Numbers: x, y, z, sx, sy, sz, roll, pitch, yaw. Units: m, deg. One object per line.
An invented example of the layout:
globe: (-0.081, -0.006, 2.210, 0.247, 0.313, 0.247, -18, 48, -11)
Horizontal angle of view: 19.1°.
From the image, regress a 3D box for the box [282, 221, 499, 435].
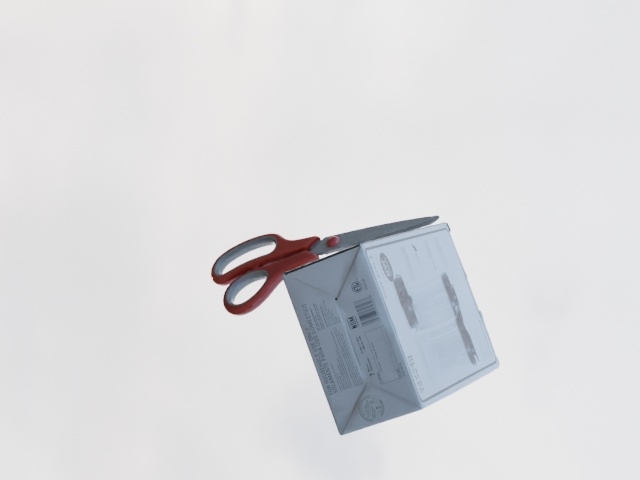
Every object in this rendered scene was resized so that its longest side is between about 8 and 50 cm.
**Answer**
box: (0.077, 0.082, 1.876, 0.087, 0.290, 0.169, -21, -92, 21)

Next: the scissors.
scissors: (0.000, 0.000, 2.241, 0.297, 0.021, 0.109, -26, -139, 16)
